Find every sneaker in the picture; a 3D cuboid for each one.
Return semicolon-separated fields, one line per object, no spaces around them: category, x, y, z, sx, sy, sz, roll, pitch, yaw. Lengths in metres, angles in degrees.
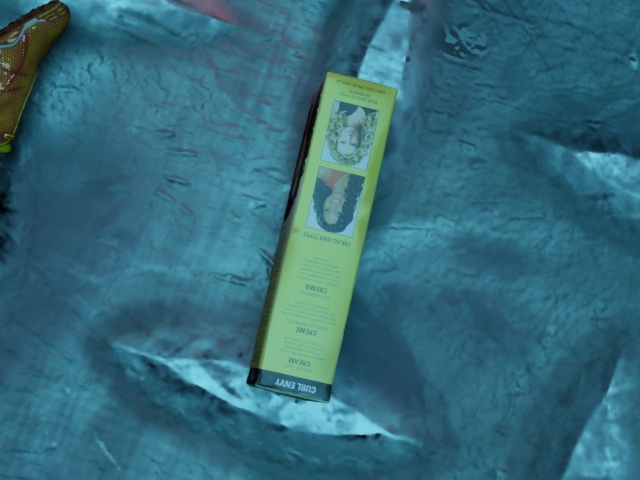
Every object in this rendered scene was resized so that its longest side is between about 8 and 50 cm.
sneaker;-0.242;-0.105;1.009;0.067;0.064;0.175;42;87;-20

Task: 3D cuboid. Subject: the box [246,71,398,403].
box;0.000;0.000;0.999;0.058;0.087;0.232;13;82;-6
